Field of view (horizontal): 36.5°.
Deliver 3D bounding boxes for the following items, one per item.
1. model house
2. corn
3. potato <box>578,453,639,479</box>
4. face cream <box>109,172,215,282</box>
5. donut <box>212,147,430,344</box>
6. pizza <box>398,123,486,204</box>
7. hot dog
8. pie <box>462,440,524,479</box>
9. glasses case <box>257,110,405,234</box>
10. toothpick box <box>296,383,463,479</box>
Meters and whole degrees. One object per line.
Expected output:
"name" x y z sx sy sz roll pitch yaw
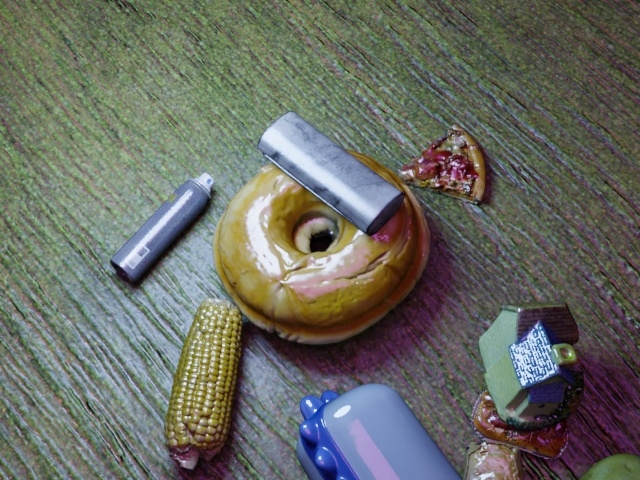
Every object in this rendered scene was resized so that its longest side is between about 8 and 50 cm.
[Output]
"model house" 0.425 0.221 1.831 0.195 0.189 0.214 0 51 -10
"corn" -0.224 0.277 1.902 0.130 0.130 0.347 8 65 6
"potato" 0.521 0.521 1.715 0.216 0.216 0.304 41 71 19
"face cream" -0.330 -0.033 2.077 0.073 0.073 0.283 36 72 17
"donut" 0.000 0.000 1.981 0.448 0.198 0.449 -2 63 4
"pizza" 0.267 -0.156 2.115 0.193 0.053 0.201 -19 66 -6
"hot dog" 0.387 0.353 1.879 0.191 0.059 0.108 17 71 8
"pie" 0.321 0.515 1.800 0.128 0.068 0.282 -2 73 10
"glasses case" 0.019 -0.137 1.903 0.299 0.060 0.114 39 74 21
"toothpick box" 0.097 0.417 1.754 0.263 0.263 0.355 -31 66 -11
